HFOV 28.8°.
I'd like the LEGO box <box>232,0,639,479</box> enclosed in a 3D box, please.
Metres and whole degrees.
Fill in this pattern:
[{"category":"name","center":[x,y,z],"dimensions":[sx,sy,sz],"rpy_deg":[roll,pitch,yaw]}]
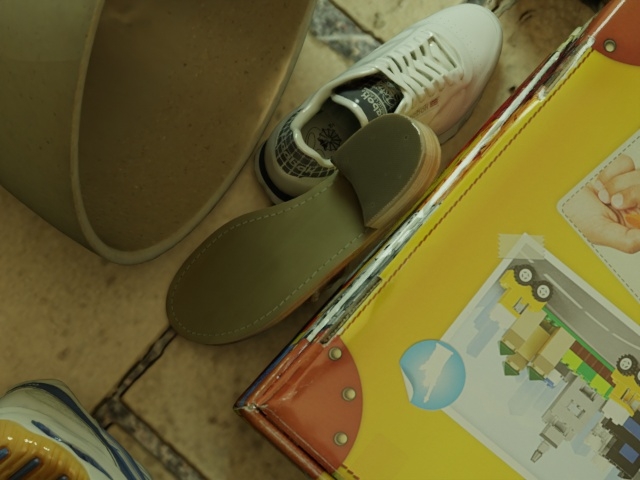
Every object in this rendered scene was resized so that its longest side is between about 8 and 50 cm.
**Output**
[{"category":"LEGO box","center":[0.250,0.141,0.833],"dimensions":[0.500,0.193,0.372],"rpy_deg":[42,81,1]}]

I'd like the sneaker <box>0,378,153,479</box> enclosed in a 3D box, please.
[{"category":"sneaker","center":[-0.117,0.213,0.812],"dimensions":[0.112,0.131,0.296],"rpy_deg":[-26,107,7]}]

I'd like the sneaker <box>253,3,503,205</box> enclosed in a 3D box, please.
[{"category":"sneaker","center":[0.057,-0.107,0.923],"dimensions":[0.235,0.095,0.090],"rpy_deg":[-40,83,-22]}]

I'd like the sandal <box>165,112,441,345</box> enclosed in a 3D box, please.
[{"category":"sandal","center":[0.002,0.005,0.868],"dimensions":[0.079,0.240,0.088],"rpy_deg":[17,43,-49]}]

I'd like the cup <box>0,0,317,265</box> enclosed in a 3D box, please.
[{"category":"cup","center":[-0.163,-0.182,0.806],"dimensions":[0.237,0.331,0.331],"rpy_deg":[24,74,14]}]
